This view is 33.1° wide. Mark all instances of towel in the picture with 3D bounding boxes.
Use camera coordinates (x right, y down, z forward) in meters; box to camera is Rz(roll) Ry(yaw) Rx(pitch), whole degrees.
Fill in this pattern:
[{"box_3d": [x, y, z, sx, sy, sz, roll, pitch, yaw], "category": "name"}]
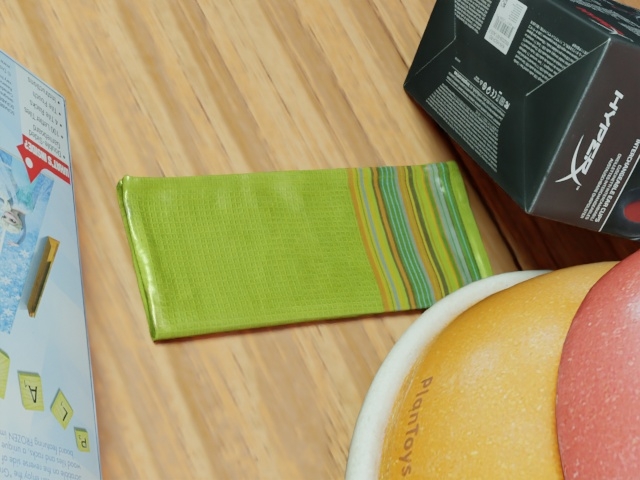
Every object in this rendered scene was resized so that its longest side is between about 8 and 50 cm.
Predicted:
[{"box_3d": [0.000, 0.000, 0.651, 0.237, 0.021, 0.102, -5, 64, -30], "category": "towel"}]

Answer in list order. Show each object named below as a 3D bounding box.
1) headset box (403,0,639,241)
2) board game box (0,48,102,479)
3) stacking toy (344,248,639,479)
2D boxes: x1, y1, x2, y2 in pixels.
[{"box_3d": [0.232, -0.077, 0.706, 0.293, 0.110, 0.218, 12, 23, -23], "category": "headset box"}, {"box_3d": [-0.196, 0.019, 0.384, 0.318, 0.065, 0.318, 41, 33, -58], "category": "board game box"}, {"box_3d": [0.253, 0.087, 0.443, 0.350, 0.480, 0.351, 13, 57, -21], "category": "stacking toy"}]
